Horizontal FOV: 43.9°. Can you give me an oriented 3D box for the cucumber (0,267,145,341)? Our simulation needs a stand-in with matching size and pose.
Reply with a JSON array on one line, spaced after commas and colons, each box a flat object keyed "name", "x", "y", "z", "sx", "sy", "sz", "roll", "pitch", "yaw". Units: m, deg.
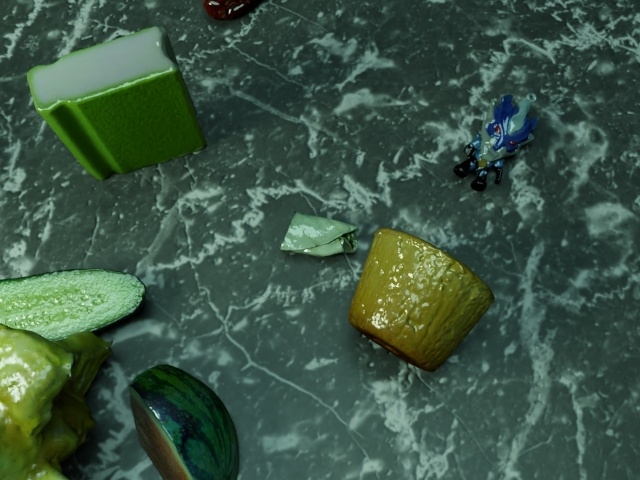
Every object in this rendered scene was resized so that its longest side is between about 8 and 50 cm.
[{"name": "cucumber", "x": -0.379, "y": 0.106, "z": 1.187, "sx": 0.243, "sy": 0.063, "sz": 0.115, "roll": -8, "pitch": 71, "yaw": -4}]

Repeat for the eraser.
[{"name": "eraser", "x": -0.298, "y": -0.198, "z": 1.218, "sx": 0.209, "sy": 0.274, "sz": 0.092, "roll": -19, "pitch": 75, "yaw": -7}]

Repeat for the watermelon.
[{"name": "watermelon", "x": -0.179, "y": 0.261, "z": 1.072, "sx": 0.128, "sy": 0.146, "sz": 0.231, "roll": -34, "pitch": 68, "yaw": -15}]

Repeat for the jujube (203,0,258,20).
[{"name": "jujube", "x": -0.156, "y": -0.450, "z": 1.438, "sx": 0.129, "sy": 0.077, "sz": 0.077, "roll": -38, "pitch": 71, "yaw": -11}]

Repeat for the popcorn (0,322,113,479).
[{"name": "popcorn", "x": -0.420, "y": 0.222, "z": 1.002, "sx": 0.289, "sy": 0.326, "sz": 0.321, "roll": 20, "pitch": 46, "yaw": -22}]

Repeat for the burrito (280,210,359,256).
[{"name": "burrito", "x": 0.001, "y": -0.003, "z": 1.249, "sx": 0.118, "sy": 0.044, "sz": 0.074, "roll": 13, "pitch": 63, "yaw": 9}]

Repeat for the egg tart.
[{"name": "egg tart", "x": 0.130, "y": 0.090, "z": 1.141, "sx": 0.202, "sy": 0.202, "sz": 0.147, "roll": 31, "pitch": 83, "yaw": 13}]

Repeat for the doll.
[{"name": "doll", "x": 0.298, "y": -0.171, "z": 1.317, "sx": 0.096, "sy": 0.070, "sz": 0.195, "roll": 40, "pitch": 78, "yaw": -8}]
